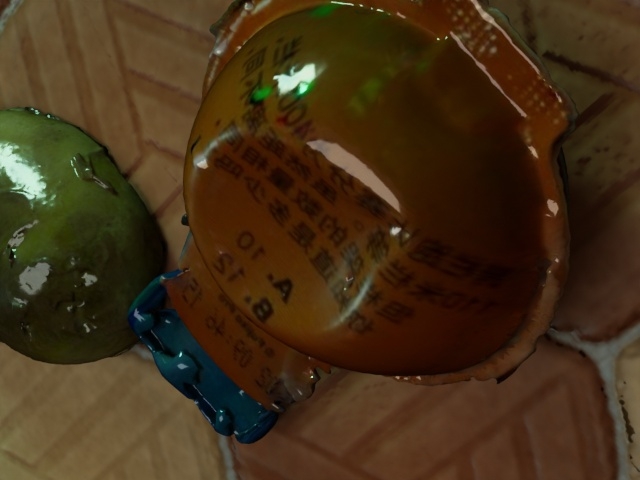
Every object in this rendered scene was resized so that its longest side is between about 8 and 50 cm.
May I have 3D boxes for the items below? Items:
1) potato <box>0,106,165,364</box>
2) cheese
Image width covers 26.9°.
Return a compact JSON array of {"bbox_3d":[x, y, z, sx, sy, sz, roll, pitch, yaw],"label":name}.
[{"bbox_3d":[-0.194,0.008,0.814,0.200,0.081,0.164,21,116,29],"label":"potato"},{"bbox_3d":[0.000,0.000,0.657,0.217,0.129,0.329,49,137,6],"label":"cheese"}]
